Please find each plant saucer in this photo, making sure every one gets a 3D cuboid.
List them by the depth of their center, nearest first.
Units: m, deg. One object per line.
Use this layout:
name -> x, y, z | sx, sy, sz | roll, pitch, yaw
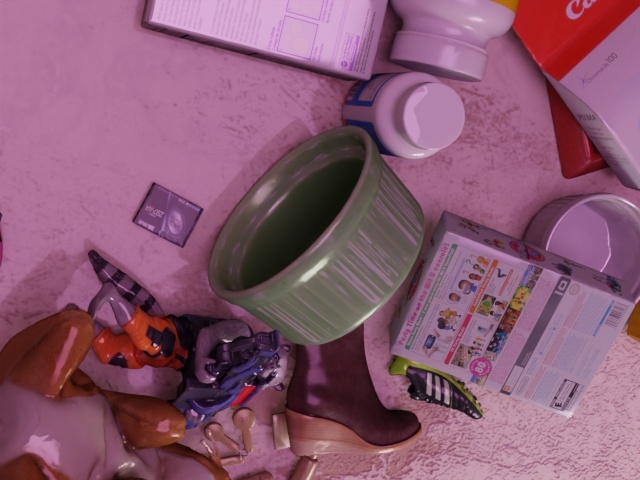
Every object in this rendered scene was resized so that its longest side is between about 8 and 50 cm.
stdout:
plant saucer -> 0.499, -0.253, 1.648 | 0.258, 0.047, 0.259 | -16, 104, -14

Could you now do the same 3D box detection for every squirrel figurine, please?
squirrel figurine -> -0.327, 0.323, 1.383 | 0.370, 0.397, 0.281 | 32, 46, -44

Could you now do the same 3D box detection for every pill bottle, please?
pill bottle -> 0.121, -0.180, 1.451 | 0.124, 0.221, 0.124 | -3, 100, -17
pill bottle -> 0.207, -0.409, 1.460 | 0.187, 0.188, 0.334 | 12, 95, -18

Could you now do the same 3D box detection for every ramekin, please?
ramekin -> 0.000, 0.000, 1.409 | 0.148, 0.303, 0.303 | 43, 85, -25
ramekin -> 0.428, 0.022, 1.637 | 0.207, 0.109, 0.207 | -2, 99, -16

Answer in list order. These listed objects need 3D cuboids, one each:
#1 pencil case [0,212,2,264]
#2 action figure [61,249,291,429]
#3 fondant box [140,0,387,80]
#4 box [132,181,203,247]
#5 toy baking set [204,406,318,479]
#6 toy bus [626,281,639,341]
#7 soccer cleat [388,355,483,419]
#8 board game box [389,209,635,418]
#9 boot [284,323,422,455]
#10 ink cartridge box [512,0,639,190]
pencil case -> -0.534, 0.003, 1.345 | 0.209, 0.098, 0.095 | 2, 98, -17
action figure -> -0.177, 0.130, 1.410 | 0.330, 0.341, 0.179 | 23, 53, -26
fondant box -> -0.066, -0.381, 1.430 | 0.330, 0.096, 0.238 | 12, 95, -19
box -> -0.223, -0.037, 1.475 | 0.083, 0.018, 0.067 | 29, 89, -19
toy baking set -> -0.110, 0.366, 1.566 | 0.196, 0.030, 0.256 | 19, 98, -18
toy bus -> 0.610, 0.020, 1.691 | 0.130, 0.108, 0.333 | 28, 90, -19
soccer cleat -> 0.187, 0.240, 1.628 | 0.179, 0.060, 0.072 | 40, 96, -12
board game box -> 0.285, 0.115, 1.539 | 0.303, 0.097, 0.224 | 21, 113, -4
boot -> 0.062, 0.221, 1.550 | 0.248, 0.090, 0.207 | 1, 98, -31
ink cartridge box -> 0.505, -0.317, 1.569 | 0.308, 0.091, 0.385 | -42, 109, -7
